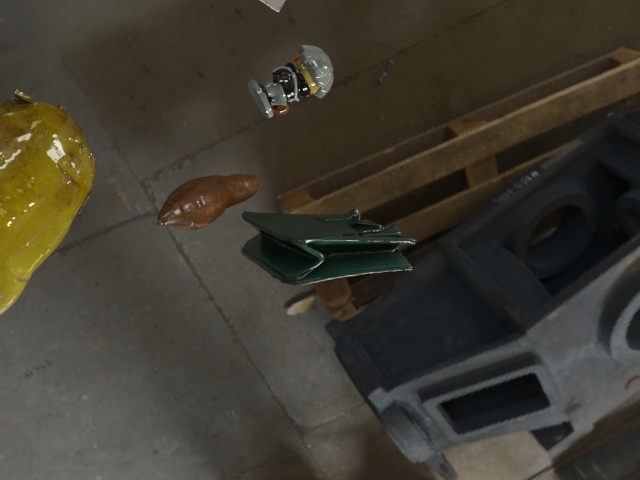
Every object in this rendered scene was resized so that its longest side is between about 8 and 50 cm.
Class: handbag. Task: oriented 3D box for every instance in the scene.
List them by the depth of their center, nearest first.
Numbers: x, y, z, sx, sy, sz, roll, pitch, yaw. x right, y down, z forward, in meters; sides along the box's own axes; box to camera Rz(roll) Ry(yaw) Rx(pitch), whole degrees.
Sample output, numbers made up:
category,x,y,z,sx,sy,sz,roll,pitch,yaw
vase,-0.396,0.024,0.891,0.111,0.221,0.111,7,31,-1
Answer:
category,x,y,z,sx,sy,sz,roll,pitch,yaw
handbag,-0.001,-0.001,1.159,0.239,0.326,0.089,-5,100,-22

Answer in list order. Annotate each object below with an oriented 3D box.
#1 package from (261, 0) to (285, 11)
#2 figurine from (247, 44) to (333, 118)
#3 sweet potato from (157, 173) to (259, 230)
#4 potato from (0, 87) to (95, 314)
category,x,y,z,sx,sy,sz,roll,pitch,yaw
package,-0.072,-0.400,0.651,0.204,0.062,0.250,20,87,-34
figurine,-0.073,-0.445,1.807,0.236,0.133,0.176,-31,164,-5
sweet potato,-0.131,-0.052,0.754,0.057,0.264,0.057,3,105,11
potato,-0.361,-0.025,0.659,0.173,0.140,0.300,34,66,-7
